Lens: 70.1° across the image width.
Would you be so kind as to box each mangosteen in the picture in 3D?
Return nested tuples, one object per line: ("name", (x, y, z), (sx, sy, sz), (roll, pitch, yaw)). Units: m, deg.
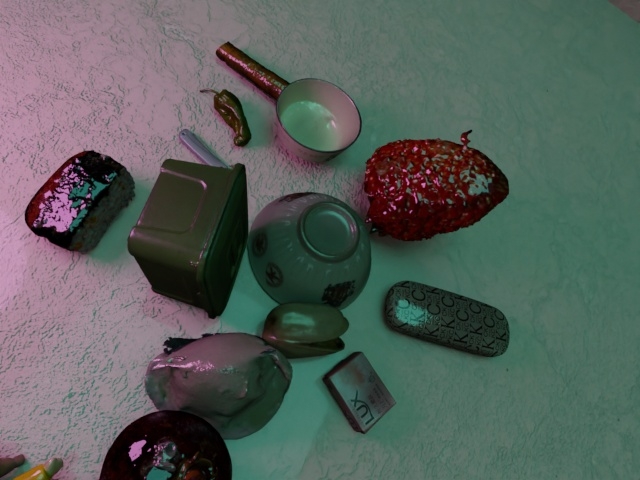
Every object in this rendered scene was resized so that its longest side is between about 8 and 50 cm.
("mangosteen", (-0.252, 0.415, 0.796), (0.235, 0.261, 0.235), (18, 61, -36))

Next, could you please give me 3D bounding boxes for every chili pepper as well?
("chili pepper", (-0.242, -0.350, 1.220), (0.073, 0.072, 0.204), (-26, 80, -24))

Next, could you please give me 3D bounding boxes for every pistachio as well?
("pistachio", (-0.033, 0.207, 1.039), (0.206, 0.131, 0.129), (5, 111, -19))

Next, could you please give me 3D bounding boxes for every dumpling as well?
("dumpling", (-0.205, 0.287, 0.947), (0.293, 0.204, 0.163), (-3, 37, -8))

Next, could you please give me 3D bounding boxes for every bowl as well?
("bowl", (-0.018, -0.313, 1.254), (0.237, 0.126, 0.238), (7, 68, -17))
("bowl", (0.000, 0.000, 1.118), (0.337, 0.157, 0.337), (7, 66, -17))

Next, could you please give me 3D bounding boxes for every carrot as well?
("carrot", (-0.179, -0.471, 1.297), (0.260, 0.070, 0.070), (35, 62, 0))

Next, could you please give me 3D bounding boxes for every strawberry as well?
("strawberry", (0.281, -0.151, 1.161), (0.292, 0.343, 0.292), (34, 45, -43))

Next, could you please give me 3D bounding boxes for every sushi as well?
("sushi", (-0.511, -0.083, 0.985), (0.126, 0.136, 0.225), (32, 67, 5))

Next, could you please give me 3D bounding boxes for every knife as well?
("knife", (-0.300, -0.227, 1.179), (0.162, 0.023, 0.044), (43, 58, 1))

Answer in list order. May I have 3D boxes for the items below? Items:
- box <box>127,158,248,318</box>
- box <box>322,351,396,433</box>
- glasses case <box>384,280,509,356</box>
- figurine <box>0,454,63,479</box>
("box", (-0.259, 0.000, 0.945), (0.177, 0.329, 0.253), (13, 63, -1))
("box", (0.089, 0.351, 1.063), (0.111, 0.060, 0.156), (-32, 81, -26))
("glasses case", (0.335, 0.205, 1.191), (0.354, 0.085, 0.137), (18, 63, -12))
("figurine", (-0.563, 0.442, 0.734), (0.343, 0.187, 0.215), (23, 54, -16))
